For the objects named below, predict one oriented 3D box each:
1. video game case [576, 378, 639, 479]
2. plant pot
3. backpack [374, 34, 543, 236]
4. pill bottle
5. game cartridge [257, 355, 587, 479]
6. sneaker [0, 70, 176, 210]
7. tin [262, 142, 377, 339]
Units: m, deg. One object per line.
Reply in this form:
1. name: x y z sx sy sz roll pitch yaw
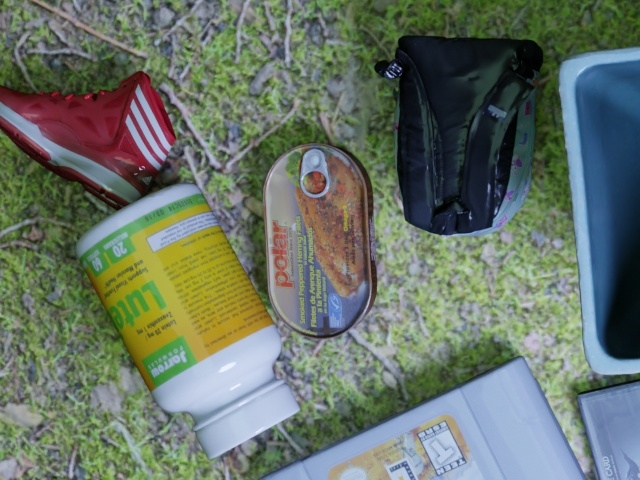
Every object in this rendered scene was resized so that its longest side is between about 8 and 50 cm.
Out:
1. video game case: 0.389 0.202 1.326 0.274 0.026 0.196 -15 89 17
2. plant pot: 0.346 -0.036 1.202 0.248 0.252 0.247 -5 92 18
3. backpack: 0.135 -0.093 1.338 0.152 0.115 0.182 5 97 29
4. pill bottle: -0.122 0.080 1.419 0.136 0.136 0.245 -31 85 17
5. game cartridge: 0.105 0.258 1.407 0.297 0.062 0.198 -28 81 17
6. sneaker: -0.235 -0.126 1.487 0.221 0.087 0.128 33 79 20
7. tin: 0.000 0.000 1.429 0.106 0.040 0.189 -1 93 14
